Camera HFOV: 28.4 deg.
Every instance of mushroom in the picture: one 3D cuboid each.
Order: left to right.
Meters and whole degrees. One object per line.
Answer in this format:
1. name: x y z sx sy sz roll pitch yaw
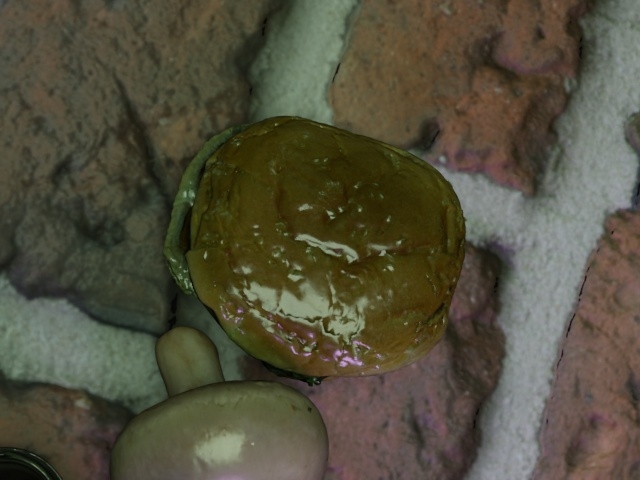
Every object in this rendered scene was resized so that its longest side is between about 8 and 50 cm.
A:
1. mushroom: -0.101 0.178 1.192 0.207 0.207 0.215 -11 54 -13

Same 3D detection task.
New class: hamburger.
1. hamburger: -0.002 0.002 1.223 0.285 0.134 0.265 18 70 -11

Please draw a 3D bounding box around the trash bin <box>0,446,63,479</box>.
1. trash bin: -0.289 0.305 1.096 0.219 0.250 0.220 -32 92 -19
